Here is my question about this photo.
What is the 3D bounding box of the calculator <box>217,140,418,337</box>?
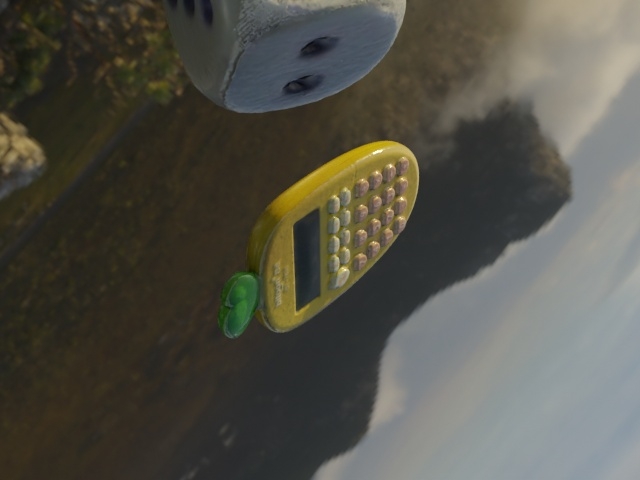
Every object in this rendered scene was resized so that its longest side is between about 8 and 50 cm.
[{"bbox_3d":[0.000,0.000,1.010,0.235,0.032,0.146,-34,142,-30],"label":"calculator"}]

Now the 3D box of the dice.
[{"bbox_3d":[-0.041,-0.248,1.161,0.194,0.193,0.192,-13,162,-22],"label":"dice"}]
